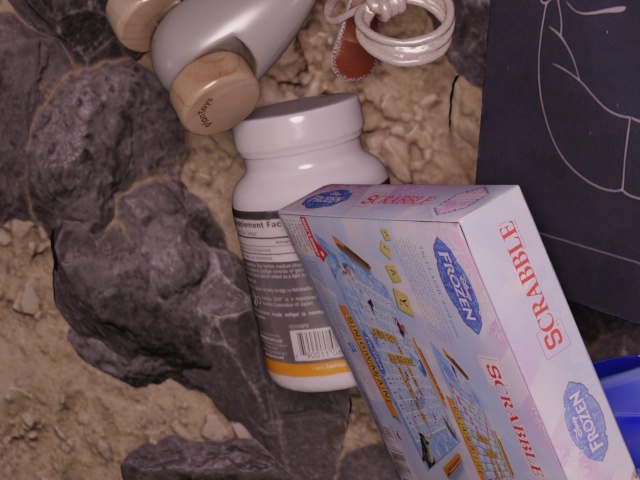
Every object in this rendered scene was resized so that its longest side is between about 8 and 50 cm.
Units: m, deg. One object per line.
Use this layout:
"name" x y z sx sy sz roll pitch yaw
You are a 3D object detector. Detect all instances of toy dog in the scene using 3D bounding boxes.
"toy dog" -0.032 -0.210 1.332 0.333 0.161 0.220 -12 68 3

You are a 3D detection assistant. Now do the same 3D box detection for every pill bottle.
"pill bottle" 0.000 0.000 1.394 0.162 0.162 0.278 -6 103 24

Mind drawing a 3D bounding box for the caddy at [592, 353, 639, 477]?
"caddy" 0.354 0.190 1.265 0.341 0.241 0.179 -3 109 22

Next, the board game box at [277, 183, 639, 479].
"board game box" 0.117 0.104 1.190 0.318 0.066 0.319 6 124 63

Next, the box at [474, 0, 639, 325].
"box" 0.391 -0.163 1.028 0.480 0.297 0.472 20 113 42
